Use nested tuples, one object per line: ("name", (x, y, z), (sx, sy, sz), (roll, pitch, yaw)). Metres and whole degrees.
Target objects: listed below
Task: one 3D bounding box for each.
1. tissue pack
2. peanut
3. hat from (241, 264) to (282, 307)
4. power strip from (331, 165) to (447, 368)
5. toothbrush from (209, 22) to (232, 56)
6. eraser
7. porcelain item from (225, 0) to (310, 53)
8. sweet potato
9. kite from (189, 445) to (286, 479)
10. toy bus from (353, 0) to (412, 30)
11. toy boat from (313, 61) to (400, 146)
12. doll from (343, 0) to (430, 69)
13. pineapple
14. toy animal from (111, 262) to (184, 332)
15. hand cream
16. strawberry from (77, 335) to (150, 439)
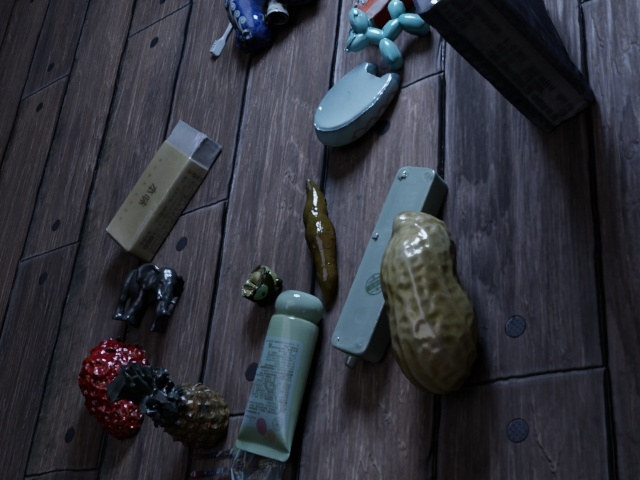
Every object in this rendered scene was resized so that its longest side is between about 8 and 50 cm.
("tissue pack", (0.276, -0.383, 1.393), (0.124, 0.394, 0.288), (-32, 49, 27))
("peanut", (0.177, 0.089, 1.383), (0.140, 0.153, 0.325), (128, 145, -53))
("hat", (-0.117, 0.094, 1.723), (0.077, 0.059, 0.076), (-60, 26, -10))
("power strip", (0.122, 0.050, 1.525), (0.091, 0.062, 0.385), (10, 73, 45))
("toothbrush", (-0.203, -0.640, 2.254), (0.030, 0.025, 0.342), (24, 84, 49))
("eraser", (-0.384, -0.122, 2.079), (0.144, 0.078, 0.343), (33, 90, 46))
("porcelain item", (-0.117, -0.593, 2.071), (0.288, 0.138, 0.186), (-24, 63, 32))
("sweet potato", (0.000, 0.000, 1.668), (0.067, 0.067, 0.274), (-27, 56, 29))
("kite", (-0.161, 0.429, 1.600), (0.245, 0.015, 0.141), (-18, 53, 34))
("toy bus", (0.155, -0.528, 1.826), (0.174, 0.079, 0.077), (-46, 54, 13))
("toy boat", (0.075, -0.275, 1.764), (0.208, 0.079, 0.134), (-49, 50, -7))
("doll", (0.127, -0.433, 1.765), (0.159, 0.059, 0.158), (-47, 73, 9))
("pineapple", (-0.292, 0.312, 1.617), (0.128, 0.248, 0.128), (-24, 49, 31))
("toy animal", (-0.393, 0.125, 1.915), (0.245, 0.114, 0.146), (9, 73, 45))
("hand cream", (-0.072, 0.245, 1.569), (0.147, 0.093, 0.306), (1, 70, 45))
("strawberry", (-0.470, 0.323, 1.874), (0.190, 0.111, 0.236), (-40, 46, 15))
